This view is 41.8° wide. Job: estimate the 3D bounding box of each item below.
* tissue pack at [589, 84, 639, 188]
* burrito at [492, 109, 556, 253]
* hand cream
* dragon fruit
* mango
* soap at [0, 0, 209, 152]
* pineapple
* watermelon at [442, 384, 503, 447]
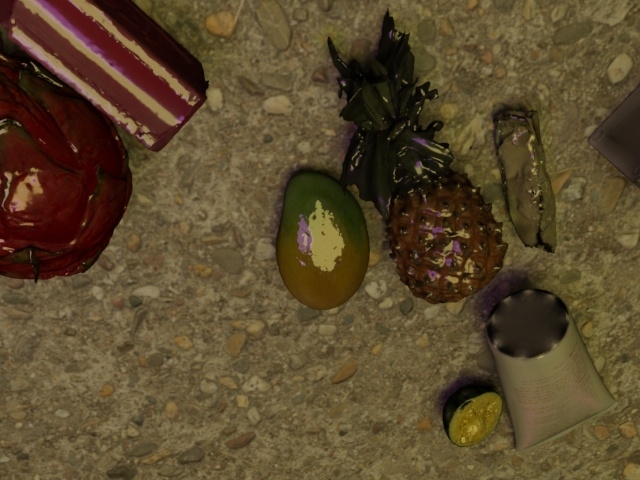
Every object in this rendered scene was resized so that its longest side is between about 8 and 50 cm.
[{"bbox_3d":[0.497,-0.155,1.071,0.136,0.159,0.246,33,109,-22],"label":"tissue pack"},{"bbox_3d":[0.282,-0.077,1.137,0.063,0.058,0.230,-21,122,-3],"label":"burrito"},{"bbox_3d":[0.345,0.209,1.270,0.185,0.118,0.359,-29,136,2],"label":"hand cream"},{"bbox_3d":[-0.342,-0.084,0.920,0.244,0.244,0.299,-27,127,6],"label":"dragon fruit"},{"bbox_3d":[0.000,0.000,1.116,0.130,0.092,0.195,-16,111,2],"label":"mango"},{"bbox_3d":[-0.245,-0.216,0.909,0.099,0.162,0.250,-44,117,14],"label":"soap"},{"bbox_3d":[0.106,-0.094,1.052,0.165,0.165,0.365,-27,113,6],"label":"pineapple"},{"bbox_3d":[0.231,0.267,1.308,0.105,0.062,0.106,-14,120,-27],"label":"watermelon"}]
